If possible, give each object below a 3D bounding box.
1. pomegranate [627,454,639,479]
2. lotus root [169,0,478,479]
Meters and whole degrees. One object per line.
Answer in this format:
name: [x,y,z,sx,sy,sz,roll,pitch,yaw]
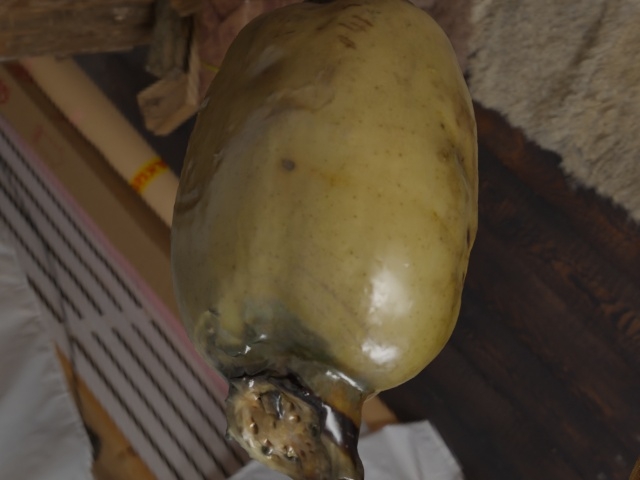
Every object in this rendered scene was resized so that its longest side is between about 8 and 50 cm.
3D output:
pomegranate: [0.333,0.216,0.612,0.342,0.342,0.342,16,114,41]
lotus root: [0.000,0.000,0.416,0.125,0.118,0.220,92,-173,-72]
